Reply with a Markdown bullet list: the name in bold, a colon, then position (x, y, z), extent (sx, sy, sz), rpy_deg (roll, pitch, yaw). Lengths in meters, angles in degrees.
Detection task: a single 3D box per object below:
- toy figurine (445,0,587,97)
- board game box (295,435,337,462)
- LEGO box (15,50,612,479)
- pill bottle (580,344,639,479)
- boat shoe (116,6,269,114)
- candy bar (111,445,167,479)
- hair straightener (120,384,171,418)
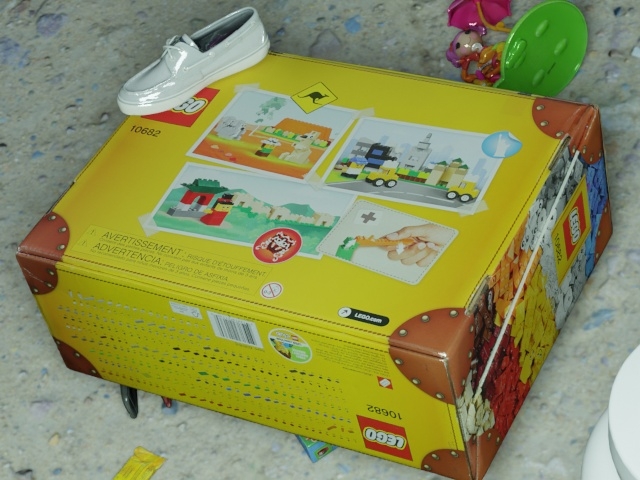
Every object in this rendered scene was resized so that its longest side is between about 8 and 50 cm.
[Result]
- **toy figurine**: position (0.208, -0.235, 1.952), extent (0.173, 0.130, 0.159), rpy_deg (-55, 44, 3)
- **board game box**: position (0.041, 0.122, 1.754), extent (0.211, 0.039, 0.160), rpy_deg (-30, 53, -10)
- **LEGO box**: position (0.000, 0.000, 1.697), extent (0.500, 0.193, 0.372), rpy_deg (13, 49, 27)
- **pill bottle**: position (0.337, 0.244, 1.367), extent (0.229, 0.408, 0.229), rpy_deg (-6, 53, 8)
- **boat shoe**: position (-0.140, -0.197, 1.754), extent (0.184, 0.063, 0.066), rpy_deg (-24, 42, -11)
- **candy bar**: position (-0.225, 0.284, 1.710), extent (0.040, 0.018, 0.161), rpy_deg (24, 63, 30)
- **hair straightener**: position (-0.233, 0.105, 1.823), extent (0.089, 0.047, 0.230), rpy_deg (-19, 53, -2)
